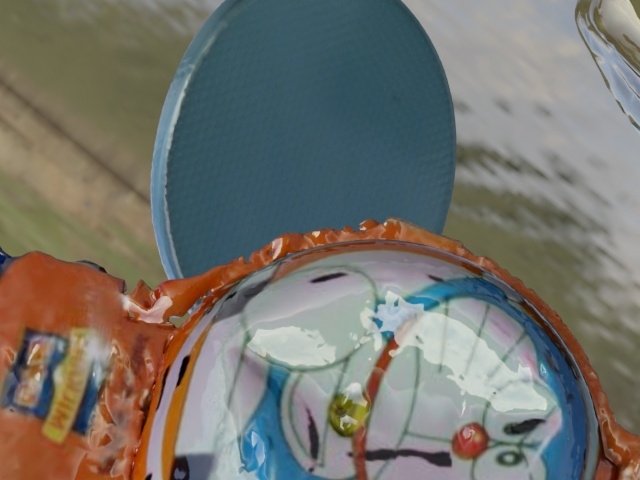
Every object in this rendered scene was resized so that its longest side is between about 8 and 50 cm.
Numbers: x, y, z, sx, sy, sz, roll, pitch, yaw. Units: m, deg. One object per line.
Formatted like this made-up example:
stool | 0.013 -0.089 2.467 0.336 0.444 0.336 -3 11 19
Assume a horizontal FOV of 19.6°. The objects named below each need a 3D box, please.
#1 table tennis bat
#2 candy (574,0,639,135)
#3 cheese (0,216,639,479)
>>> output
table tennis bat | 0.000 0.000 1.095 0.044 0.215 0.329 18 122 49
candy | 0.245 -0.082 1.080 0.234 0.102 0.104 51 172 6
cheese | -0.026 0.080 0.730 0.329 0.217 0.129 16 159 2
